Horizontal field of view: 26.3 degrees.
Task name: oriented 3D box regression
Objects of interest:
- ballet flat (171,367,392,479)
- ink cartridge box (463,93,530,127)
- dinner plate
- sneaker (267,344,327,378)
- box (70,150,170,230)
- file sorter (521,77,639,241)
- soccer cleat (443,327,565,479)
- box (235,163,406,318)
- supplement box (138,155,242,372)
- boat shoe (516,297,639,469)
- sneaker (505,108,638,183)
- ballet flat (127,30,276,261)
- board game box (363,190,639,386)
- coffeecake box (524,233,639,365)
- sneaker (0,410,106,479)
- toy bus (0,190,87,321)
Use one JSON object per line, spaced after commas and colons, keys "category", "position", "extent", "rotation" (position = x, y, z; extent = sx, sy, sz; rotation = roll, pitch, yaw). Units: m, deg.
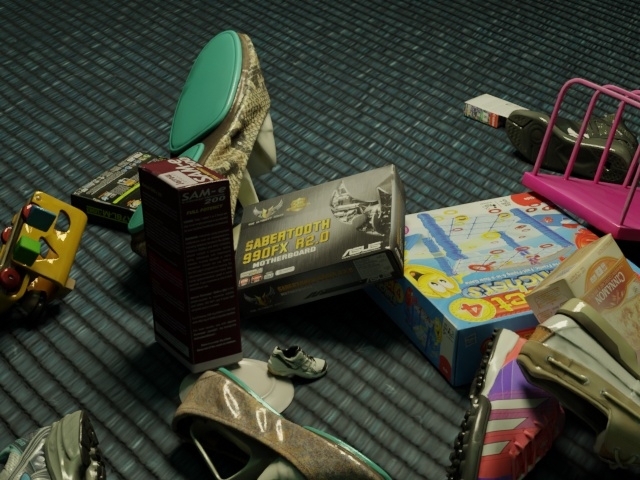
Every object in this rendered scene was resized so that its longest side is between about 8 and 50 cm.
{"category": "ballet flat", "position": [-0.051, 0.246, 1.491], "extent": [0.106, 0.108, 0.316], "rotation": [-40, 40, -24]}
{"category": "ink cartridge box", "position": [0.318, -0.225, 2.437], "extent": [0.115, 0.029, 0.063], "rotation": [27, 37, 37]}
{"category": "dinner plate", "position": [-0.103, 0.179, 1.678], "extent": [0.141, 0.017, 0.141], "rotation": [1, 30, 0]}
{"category": "sneaker", "position": [-0.024, 0.149, 1.701], "extent": [0.083, 0.037, 0.032], "rotation": [4, 23, -33]}
{"category": "box", "position": [-0.256, -0.071, 2.108], "extent": [0.184, 0.045, 0.190], "rotation": [16, 31, 20]}
{"category": "file sorter", "position": [0.485, -0.114, 1.989], "extent": [0.290, 0.182, 0.202], "rotation": [5, 21, -37]}
{"category": "soccer cleat", "position": [0.217, 0.214, 1.544], "extent": [0.116, 0.109, 0.318], "rotation": [21, 32, 5]}
{"category": "box", "position": [0.000, 0.000, 1.848], "extent": [0.231, 0.056, 0.183], "rotation": [-15, 39, 17]}
{"category": "supplement box", "position": [-0.161, 0.028, 1.701], "extent": [0.073, 0.239, 0.130], "rotation": [-14, 22, -26]}
{"category": "boat shoe", "position": [0.344, 0.205, 1.512], "extent": [0.103, 0.113, 0.302], "rotation": [-38, 68, -14]}
{"category": "sneaker", "position": [0.426, -0.170, 2.283], "extent": [0.227, 0.087, 0.130], "rotation": [19, 31, 24]}
{"category": "ballet flat", "position": [-0.150, -0.109, 2.029], "extent": [0.164, 0.182, 0.483], "rotation": [-28, 31, 32]}
{"category": "board game box", "position": [0.242, 0.054, 1.851], "extent": [0.308, 0.086, 0.302], "rotation": [-11, 30, -22]}
{"category": "coffeecake box", "position": [0.348, 0.107, 1.658], "extent": [0.068, 0.185, 0.142], "rotation": [-31, 3, 41]}
{"category": "sneaker", "position": [-0.288, 0.293, 1.395], "extent": [0.122, 0.110, 0.283], "rotation": [-17, 26, 3]}
{"category": "toy bus", "position": [-0.379, 0.040, 1.822], "extent": [0.104, 0.202, 0.191], "rotation": [26, 13, -21]}
